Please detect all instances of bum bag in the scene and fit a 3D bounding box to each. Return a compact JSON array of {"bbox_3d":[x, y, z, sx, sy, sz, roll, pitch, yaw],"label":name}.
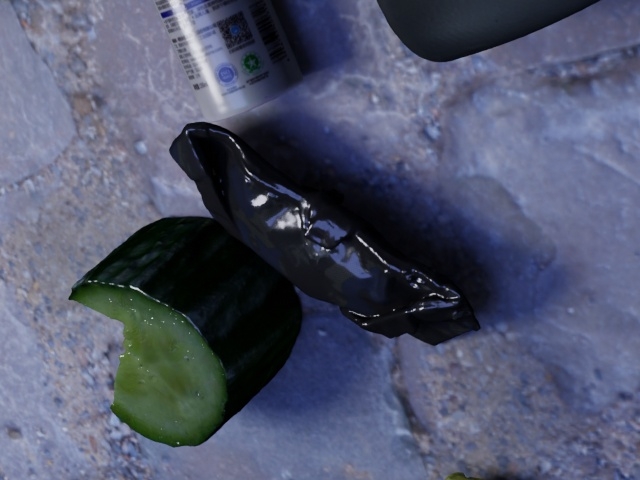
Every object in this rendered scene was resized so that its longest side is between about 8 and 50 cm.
[{"bbox_3d":[0.000,0.000,1.451,0.310,0.074,0.137,34,155,15],"label":"bum bag"}]

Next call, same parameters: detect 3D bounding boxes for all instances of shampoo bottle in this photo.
[{"bbox_3d":[-0.113,-0.250,1.391,0.092,0.092,0.303,-16,104,35],"label":"shampoo bottle"}]

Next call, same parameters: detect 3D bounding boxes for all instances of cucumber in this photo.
[{"bbox_3d":[-0.115,0.085,1.540,0.191,0.130,0.191,19,127,27],"label":"cucumber"}]

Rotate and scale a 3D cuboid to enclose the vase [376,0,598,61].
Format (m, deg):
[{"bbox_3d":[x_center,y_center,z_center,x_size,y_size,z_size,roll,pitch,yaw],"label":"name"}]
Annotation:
[{"bbox_3d":[0.199,-0.238,1.178,0.321,0.173,0.173,-11,107,27],"label":"vase"}]

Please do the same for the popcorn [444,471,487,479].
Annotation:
[{"bbox_3d":[0.119,0.270,1.480,0.162,0.136,0.141,7,145,-18],"label":"popcorn"}]
